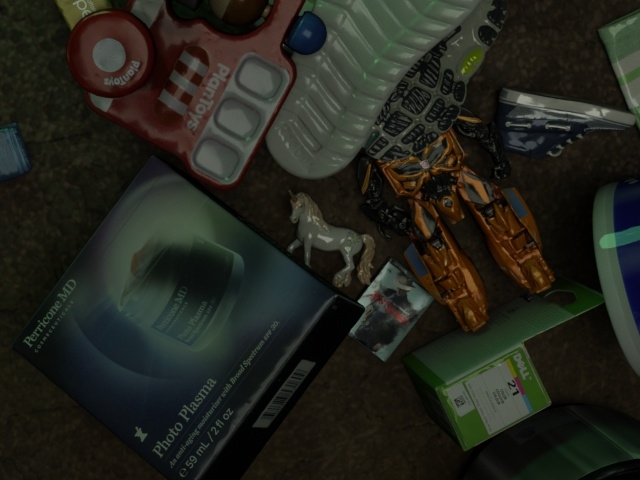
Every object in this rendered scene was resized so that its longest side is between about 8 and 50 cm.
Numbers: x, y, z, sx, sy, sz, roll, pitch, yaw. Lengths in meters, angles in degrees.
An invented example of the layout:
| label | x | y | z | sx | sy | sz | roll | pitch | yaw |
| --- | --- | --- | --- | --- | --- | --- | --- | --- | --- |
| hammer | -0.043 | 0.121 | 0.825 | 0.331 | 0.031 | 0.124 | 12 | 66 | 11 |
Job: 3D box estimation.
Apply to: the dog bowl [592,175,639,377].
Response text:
| label | x | y | z | sx | sy | sz | roll | pitch | yaw |
| --- | --- | --- | --- | --- | --- | --- | --- | --- | --- |
| dog bowl | 0.447 | 0.044 | 1.728 | 0.104 | 0.265 | 0.265 | -14 | 103 | 25 |

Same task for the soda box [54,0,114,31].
| label | x | y | z | sx | sy | sz | roll | pitch | yaw |
| --- | --- | --- | --- | --- | --- | --- | --- | --- | --- |
| soda box | -0.296 | -0.299 | 1.651 | 0.061 | 0.058 | 0.181 | -28 | 103 | -4 |

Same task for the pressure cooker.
| label | x | y | z | sx | sy | sz | roll | pitch | yaw |
| --- | --- | --- | --- | --- | --- | --- | --- | --- | --- |
| pressure cooker | 0.374 | 0.429 | 1.699 | 0.375 | 0.420 | 0.370 | 30 | 92 | -14 |

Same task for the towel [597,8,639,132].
| label | x | y | z | sx | sy | sz | roll | pitch | yaw |
| --- | --- | --- | --- | --- | --- | --- | --- | --- | --- |
| towel | 0.553 | -0.194 | 1.833 | 0.247 | 0.038 | 0.325 | -26 | 102 | -5 |

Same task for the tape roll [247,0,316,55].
| label | x | y | z | sx | sy | sz | roll | pitch | yaw |
| --- | --- | --- | --- | --- | --- | --- | --- | --- | --- |
| tape roll | 0.015 | -0.364 | 1.678 | 0.286 | 0.100 | 0.286 | -2 | 98 | -11 |

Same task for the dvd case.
| label | x | y | z | sx | sy | sz | roll | pitch | yaw |
| --- | --- | --- | --- | --- | --- | --- | --- | --- | --- |
| dvd case | 0.091 | 0.094 | 1.804 | 0.087 | 0.013 | 0.119 | 39 | 89 | -13 |

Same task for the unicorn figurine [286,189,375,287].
| label | x | y | z | sx | sy | sz | roll | pitch | yaw |
| --- | --- | --- | --- | --- | --- | --- | --- | --- | --- |
| unicorn figurine | 0.000 | 0.000 | 1.757 | 0.162 | 0.060 | 0.111 | 14 | 95 | -28 |

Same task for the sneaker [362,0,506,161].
| label | x | y | z | sx | sy | sz | roll | pitch | yaw |
| --- | --- | --- | --- | --- | --- | --- | --- | --- | --- |
| sneaker | 0.145 | -0.211 | 1.706 | 0.107 | 0.110 | 0.275 | 38 | 81 | -5 |

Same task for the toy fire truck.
| label | x | y | z | sx | sy | sz | roll | pitch | yaw |
| --- | --- | --- | --- | --- | --- | --- | --- | --- | --- |
| toy fire truck | -0.136 | -0.241 | 1.551 | 0.254 | 0.169 | 0.302 | 29 | 98 | -6 |

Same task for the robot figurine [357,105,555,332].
| label | x | y | z | sx | sy | sz | roll | pitch | yaw |
| --- | --- | --- | --- | --- | --- | --- | --- | --- | --- |
| robot figurine | 0.180 | -0.036 | 1.754 | 0.211 | 0.085 | 0.291 | -32 | 100 | 5 |

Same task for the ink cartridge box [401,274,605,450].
| label | x | y | z | sx | sy | sz | roll | pitch | yaw |
| --- | --- | --- | --- | --- | --- | --- | --- | --- | --- |
| ink cartridge box | 0.257 | 0.155 | 1.753 | 0.255 | 0.189 | 0.097 | -27 | 101 | -6 |

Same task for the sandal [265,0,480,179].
| label | x | y | z | sx | sy | sz | roll | pitch | yaw |
| --- | --- | --- | --- | --- | --- | --- | --- | --- | --- |
| sandal | 0.069 | -0.264 | 1.607 | 0.169 | 0.102 | 0.416 | 39 | 103 | 1 |

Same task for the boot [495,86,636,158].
| label | x | y | z | sx | sy | sz | roll | pitch | yaw |
| --- | --- | --- | --- | --- | --- | --- | --- | --- | --- |
| boot | 0.326 | -0.150 | 1.789 | 0.190 | 0.069 | 0.086 | 10 | 104 | -4 |

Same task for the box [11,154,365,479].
| label | x | y | z | sx | sy | sz | roll | pitch | yaw |
| --- | --- | --- | --- | --- | --- | --- | --- | --- | --- |
| box | -0.160 | 0.106 | 1.620 | 0.294 | 0.183 | 0.296 | 36 | 91 | 16 |

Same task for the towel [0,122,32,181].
| label | x | y | z | sx | sy | sz | roll | pitch | yaw |
| --- | --- | --- | --- | --- | --- | --- | --- | --- | --- |
| towel | -0.429 | -0.100 | 1.672 | 0.119 | 0.029 | 0.067 | -19 | 101 | -8 |
